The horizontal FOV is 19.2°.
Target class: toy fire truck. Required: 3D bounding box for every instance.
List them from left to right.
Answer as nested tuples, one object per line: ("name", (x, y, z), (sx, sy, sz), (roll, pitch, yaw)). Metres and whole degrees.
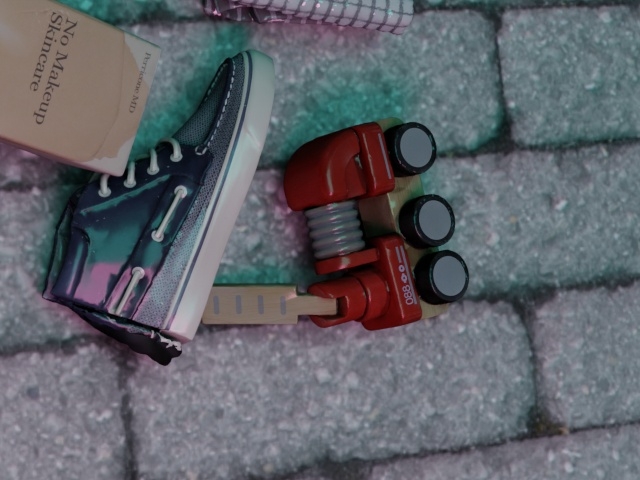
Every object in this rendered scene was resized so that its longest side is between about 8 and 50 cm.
("toy fire truck", (0.000, 0.000, 2.000), (0.246, 0.158, 0.217), (-15, 91, -35))

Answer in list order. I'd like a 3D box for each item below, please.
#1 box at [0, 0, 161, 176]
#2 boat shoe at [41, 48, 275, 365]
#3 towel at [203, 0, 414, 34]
("box", (-0.306, -0.169, 1.789), (0.311, 0.121, 0.148), (17, 89, -54))
("boat shoe", (-0.165, -0.057, 1.926), (0.158, 0.127, 0.341), (21, 76, -17))
("towel", (-0.012, -0.362, 2.034), (0.235, 0.121, 0.284), (4, 82, -26))
